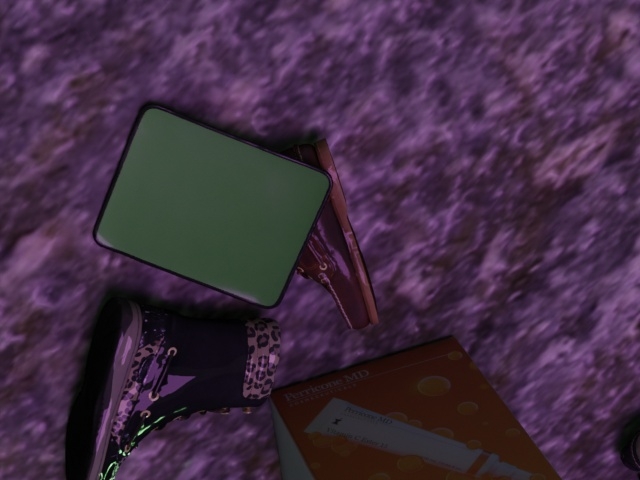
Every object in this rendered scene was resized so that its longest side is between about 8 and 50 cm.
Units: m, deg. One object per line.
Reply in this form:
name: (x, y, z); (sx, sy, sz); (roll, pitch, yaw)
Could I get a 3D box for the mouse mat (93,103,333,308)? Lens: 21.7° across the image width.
mouse mat: (-0.100, -0.029, 1.533); (0.190, 0.007, 0.152); (22, 111, -8)

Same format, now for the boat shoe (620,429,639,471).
boat shoe: (0.436, 0.228, 1.917); (0.206, 0.065, 0.075); (-8, 77, -26)

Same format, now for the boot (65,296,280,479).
boot: (-0.145, 0.167, 1.621); (0.179, 0.085, 0.236); (4, 116, -27)

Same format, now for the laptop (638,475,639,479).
laptop: (0.407, 0.451, 1.915); (0.137, 0.234, 0.264); (-30, 126, -5)

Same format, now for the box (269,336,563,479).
box: (0.108, 0.275, 1.625); (0.215, 0.345, 0.168); (-16, 123, -13)

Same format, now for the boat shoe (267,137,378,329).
boat shoe: (0.000, 0.000, 1.593); (0.073, 0.073, 0.207); (-20, 116, -1)
